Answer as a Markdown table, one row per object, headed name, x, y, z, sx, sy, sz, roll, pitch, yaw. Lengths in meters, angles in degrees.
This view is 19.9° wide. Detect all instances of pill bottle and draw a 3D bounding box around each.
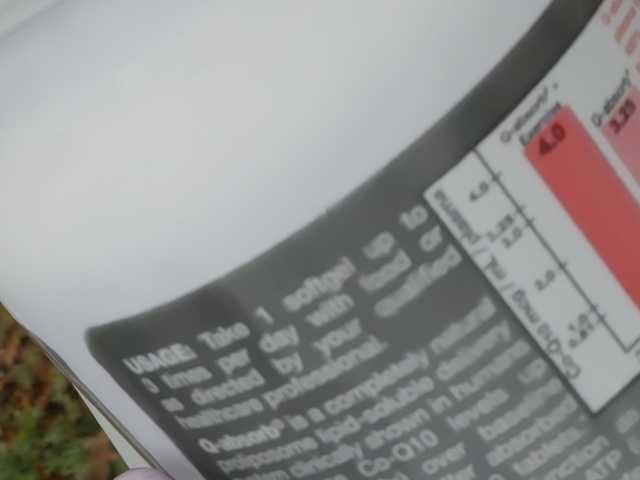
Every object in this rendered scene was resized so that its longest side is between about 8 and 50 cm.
| name | x | y | z | sx | sy | sz | roll | pitch | yaw |
| --- | --- | --- | --- | --- | --- | --- | --- | --- | --- |
| pill bottle | 0.030 | -0.004 | 0.526 | 0.210 | 0.210 | 0.363 | -25 | 117 | 31 |

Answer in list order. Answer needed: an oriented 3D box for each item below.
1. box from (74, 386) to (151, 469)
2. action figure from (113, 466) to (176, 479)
| name | x | y | z | sx | sy | sz | roll | pitch | yaw |
| --- | --- | --- | --- | --- | --- | --- | --- | --- | --- |
| box | 0.000 | 0.000 | 0.790 | 0.181 | 0.182 | 0.119 | -12 | 118 | 39 |
| action figure | -0.084 | 0.235 | 0.576 | 0.276 | 0.370 | 0.248 | -38 | 43 | -7 |
